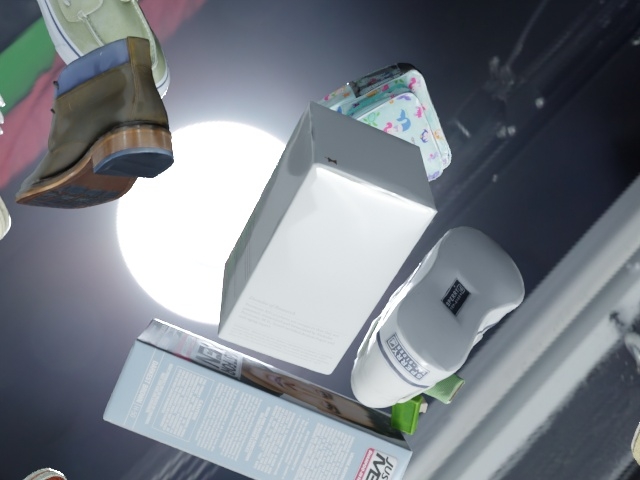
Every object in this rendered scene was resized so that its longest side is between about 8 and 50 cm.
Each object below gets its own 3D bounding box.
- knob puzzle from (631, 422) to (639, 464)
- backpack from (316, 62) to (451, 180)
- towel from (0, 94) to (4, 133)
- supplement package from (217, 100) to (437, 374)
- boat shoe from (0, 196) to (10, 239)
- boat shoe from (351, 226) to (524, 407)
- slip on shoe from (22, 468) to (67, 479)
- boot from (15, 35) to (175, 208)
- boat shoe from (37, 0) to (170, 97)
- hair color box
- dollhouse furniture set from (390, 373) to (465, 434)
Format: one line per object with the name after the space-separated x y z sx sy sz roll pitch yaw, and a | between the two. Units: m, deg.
0.434 0.215 0.994 0.213 0.213 0.030 -13 -129 19 | knob puzzle
0.100 -0.186 1.664 0.253 0.225 0.191 -20 -156 9 | backpack
-0.356 -0.224 0.756 0.034 0.209 0.285 -28 -140 -26 | towel
0.000 0.000 0.720 0.179 0.105 0.105 -60 -162 30 | supplement package
-0.280 -0.053 0.619 0.063 0.170 0.059 -17 -147 19 | boat shoe
0.106 0.069 0.801 0.088 0.096 0.267 -45 179 32 | boat shoe
-0.361 0.427 1.040 0.101 0.123 0.331 4 -131 14 | slip on shoe
-0.202 -0.094 0.785 0.219 0.082 0.106 -16 -105 42 | boot
-0.271 -0.289 1.016 0.109 0.094 0.302 -32 -96 -32 | boat shoe
-0.081 0.235 1.187 0.374 0.185 0.114 23 -88 -5 | hair color box
0.141 0.197 1.226 0.076 0.059 0.151 19 -148 25 | dollhouse furniture set
